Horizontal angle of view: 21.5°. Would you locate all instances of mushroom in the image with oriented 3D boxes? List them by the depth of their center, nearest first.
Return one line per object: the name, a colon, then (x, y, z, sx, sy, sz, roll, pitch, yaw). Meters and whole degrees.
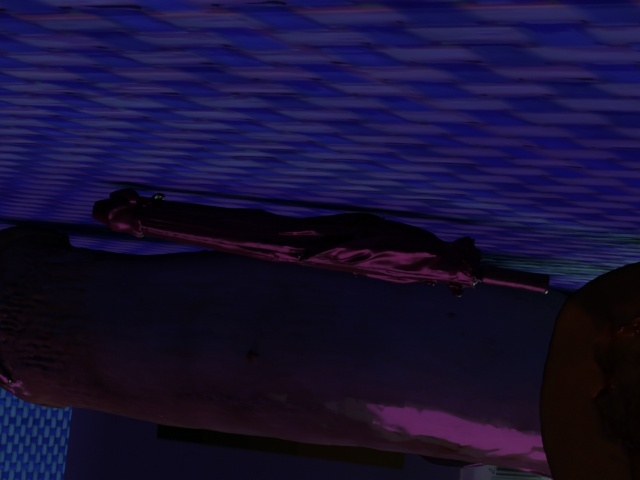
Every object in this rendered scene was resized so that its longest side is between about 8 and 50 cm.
mushroom: (-0.008, 0.053, 0.790, 0.351, 0.095, 0.123, 8, 150, 22)

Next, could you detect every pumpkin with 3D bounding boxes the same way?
pumpkin: (0.180, 0.064, 0.580, 0.183, 0.119, 0.107, 10, 177, 40)

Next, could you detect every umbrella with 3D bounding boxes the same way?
umbrella: (0.000, 0.000, 0.604, 0.165, 0.025, 0.027, 9, -166, 3)

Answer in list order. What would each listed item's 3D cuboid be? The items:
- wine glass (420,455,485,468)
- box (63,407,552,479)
wine glass: (0.126, 0.076, 0.916, 0.103, 0.103, 0.222, 3, 175, 32)
box: (-0.007, 0.117, 1.111, 0.333, 0.173, 0.145, 3, 172, 35)
